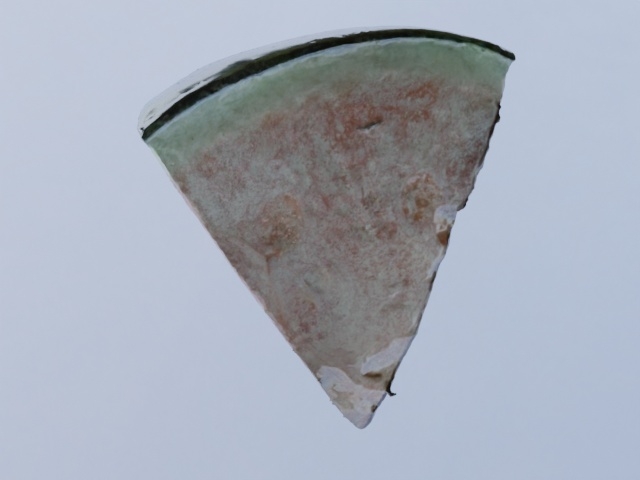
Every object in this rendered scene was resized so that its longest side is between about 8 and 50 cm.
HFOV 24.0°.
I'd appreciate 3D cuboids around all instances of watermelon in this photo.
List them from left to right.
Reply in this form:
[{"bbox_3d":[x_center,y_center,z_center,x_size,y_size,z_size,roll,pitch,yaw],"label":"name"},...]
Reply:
[{"bbox_3d":[-0.032,-0.030,1.150,0.250,0.283,0.292,18,-106,-11],"label":"watermelon"}]
